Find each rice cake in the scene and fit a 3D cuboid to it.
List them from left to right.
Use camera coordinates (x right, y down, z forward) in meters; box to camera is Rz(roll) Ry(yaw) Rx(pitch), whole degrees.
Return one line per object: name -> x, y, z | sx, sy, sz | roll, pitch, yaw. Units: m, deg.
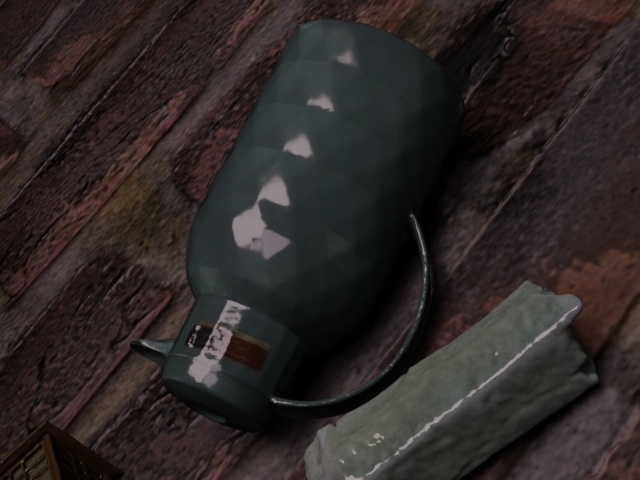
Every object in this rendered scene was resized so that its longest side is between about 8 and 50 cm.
rice cake -> 0.078, 0.102, 0.807 | 0.206, 0.063, 0.069 | -39, 31, 8

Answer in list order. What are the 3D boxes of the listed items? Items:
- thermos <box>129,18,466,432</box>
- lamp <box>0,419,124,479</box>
thermos -> 0.000, 0.000, 0.931 | 0.182, 0.145, 0.286 | 19, 69, 16
lamp -> -0.153, 0.257, 0.873 | 0.089, 0.090, 0.325 | -42, 37, 5
